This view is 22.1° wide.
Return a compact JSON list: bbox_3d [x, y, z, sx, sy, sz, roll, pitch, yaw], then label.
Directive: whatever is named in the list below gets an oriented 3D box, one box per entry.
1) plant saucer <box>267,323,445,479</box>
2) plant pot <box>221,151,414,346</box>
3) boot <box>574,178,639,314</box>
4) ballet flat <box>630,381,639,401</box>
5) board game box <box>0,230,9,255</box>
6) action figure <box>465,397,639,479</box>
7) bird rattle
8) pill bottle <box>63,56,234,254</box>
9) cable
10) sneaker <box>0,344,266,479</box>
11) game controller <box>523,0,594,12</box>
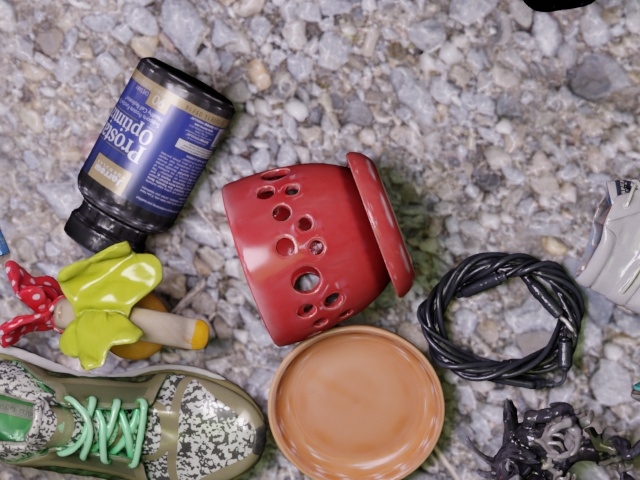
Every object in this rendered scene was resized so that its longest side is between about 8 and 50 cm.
[{"bbox_3d":[0.041,0.186,1.857,0.200,0.037,0.200,1,107,3],"label":"plant saucer"},{"bbox_3d":[0.000,0.000,1.797,0.174,0.191,0.191,-21,91,1],"label":"plant pot"},{"bbox_3d":[0.372,-0.045,1.782,0.123,0.095,0.258,23,98,-1],"label":"boot"},{"bbox_3d":[0.451,0.180,1.801,0.213,0.072,0.068,-7,97,8],"label":"ballet flat"},{"bbox_3d":[-0.481,-0.051,1.932,0.160,0.039,0.211,-23,91,9],"label":"board game box"},{"bbox_3d":[0.283,0.248,1.774,0.275,0.141,0.164,-8,112,23],"label":"action figure"},{"bbox_3d":[-0.241,0.097,1.836,0.207,0.253,0.143,16,72,-29],"label":"bird rattle"},{"bbox_3d":[-0.198,-0.086,1.848,0.123,0.123,0.219,30,97,5],"label":"pill bottle"},{"bbox_3d":[0.201,0.086,1.841,0.184,0.047,0.150,11,95,8],"label":"cable"},{"bbox_3d":[-0.268,0.215,1.847,0.410,0.182,0.158,5,94,7],"label":"sneaker"},{"bbox_3d":[0.224,-0.401,1.740,0.067,0.166,0.319,-22,101,-30],"label":"game controller"}]
